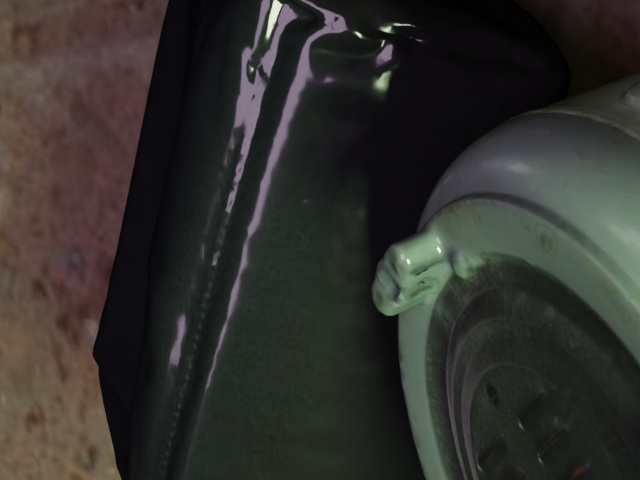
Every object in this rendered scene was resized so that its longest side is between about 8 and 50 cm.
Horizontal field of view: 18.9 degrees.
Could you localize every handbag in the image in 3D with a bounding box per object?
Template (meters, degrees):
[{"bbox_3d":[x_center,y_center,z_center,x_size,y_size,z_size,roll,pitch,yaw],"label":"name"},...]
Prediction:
[{"bbox_3d":[0.003,0.001,0.897,0.177,0.275,0.302,10,110,-10],"label":"handbag"}]

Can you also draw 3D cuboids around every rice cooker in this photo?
[{"bbox_3d":[0.191,0.040,0.667,0.316,0.316,0.264,18,128,34],"label":"rice cooker"}]
